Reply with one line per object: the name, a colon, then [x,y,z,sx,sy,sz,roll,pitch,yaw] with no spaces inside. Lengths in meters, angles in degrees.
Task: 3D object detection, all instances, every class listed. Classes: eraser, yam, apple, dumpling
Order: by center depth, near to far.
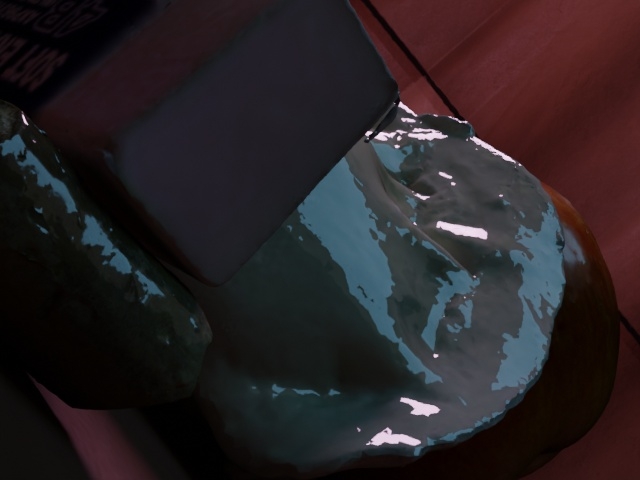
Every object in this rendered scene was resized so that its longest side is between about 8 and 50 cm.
yam: [-0.107,0.007,0.538,0.146,0.069,0.070,51,0,-25]
eraser: [-0.097,-0.079,0.668,0.287,0.130,0.086,22,-27,54]
dumpling: [-0.027,0.011,0.824,0.270,0.212,0.321,-5,63,-45]
apple: [0.091,0.087,1.066,0.309,0.277,0.250,-63,130,-74]
